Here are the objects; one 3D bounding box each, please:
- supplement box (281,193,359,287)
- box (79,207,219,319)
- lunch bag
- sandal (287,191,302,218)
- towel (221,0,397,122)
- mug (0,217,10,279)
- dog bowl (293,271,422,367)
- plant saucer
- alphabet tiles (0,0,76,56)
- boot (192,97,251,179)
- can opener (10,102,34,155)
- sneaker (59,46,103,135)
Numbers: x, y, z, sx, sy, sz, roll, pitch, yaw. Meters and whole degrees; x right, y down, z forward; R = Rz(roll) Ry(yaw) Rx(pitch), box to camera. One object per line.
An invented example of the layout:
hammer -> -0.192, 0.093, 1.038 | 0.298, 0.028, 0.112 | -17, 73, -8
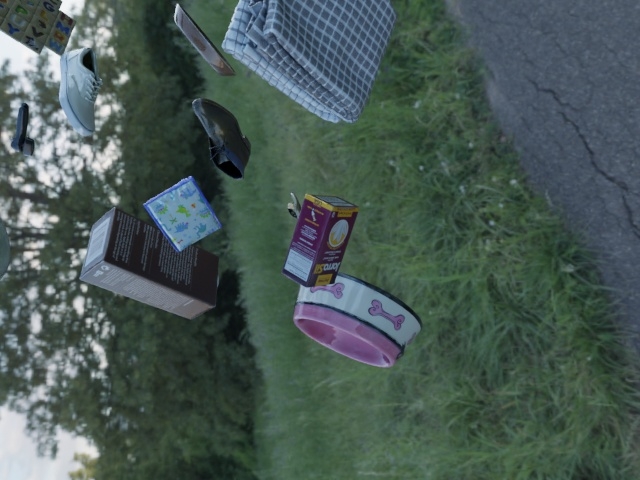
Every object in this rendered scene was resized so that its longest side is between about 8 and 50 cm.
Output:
supplement box -> 0.000, 0.000, 1.141 | 0.081, 0.104, 0.188 | 28, 108, 34
box -> -0.496, 0.078, 1.574 | 0.143, 0.382, 0.191 | -30, 47, 33
lunch bag -> -0.325, -0.068, 1.231 | 0.096, 0.129, 0.151 | 50, 169, 36
sandal -> -0.091, -0.104, 1.858 | 0.072, 0.049, 0.180 | 66, -173, -49
towel -> 0.000, -0.368, 0.909 | 0.121, 0.284, 0.234 | 14, 80, 46
mug -> -0.767, -0.016, 0.918 | 0.276, 0.329, 0.373 | -138, 35, -84
dog bowl -> 0.096, 0.253, 1.623 | 0.150, 0.408, 0.408 | -63, 11, -22
plant saucer -> -0.229, -0.384, 1.030 | 0.029, 0.168, 0.168 | -39, 32, 5
alphabet tiles -> -0.886, -0.696, 1.568 | 0.011, 0.285, 0.342 | -36, 43, 26
boot -> -0.238, -0.244, 1.283 | 0.219, 0.082, 0.106 | 47, -146, -50
can opener -> -0.972, -0.365, 1.714 | 0.059, 0.073, 0.186 | 62, 139, 45
sneaker -> -0.619, -0.399, 1.372 | 0.094, 0.091, 0.257 | 29, -138, -69
